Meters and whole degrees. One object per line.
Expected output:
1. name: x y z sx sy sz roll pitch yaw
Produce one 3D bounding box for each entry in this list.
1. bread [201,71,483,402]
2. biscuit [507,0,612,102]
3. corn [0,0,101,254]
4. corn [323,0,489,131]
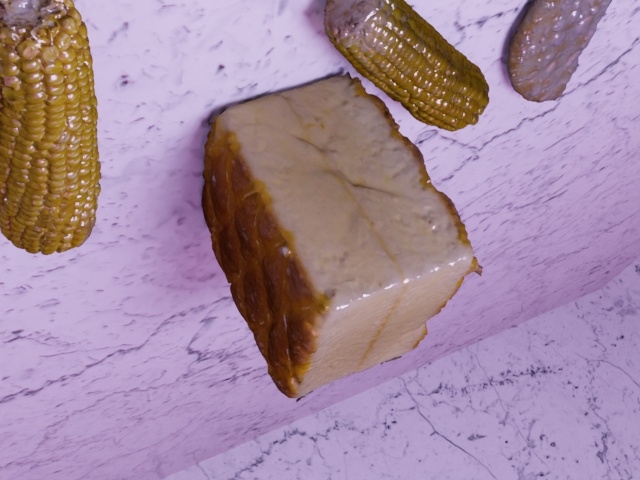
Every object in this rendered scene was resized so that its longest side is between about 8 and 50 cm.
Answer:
1. bread: 0.000 0.000 0.779 0.207 0.279 0.279 -20 157 -19
2. biscuit: 0.309 -0.276 0.875 0.141 0.038 0.290 -21 153 -18
3. corn: -0.233 -0.088 0.563 0.106 0.106 0.293 -16 154 -28
4. corn: 0.108 -0.196 0.750 0.097 0.097 0.319 -40 152 21
